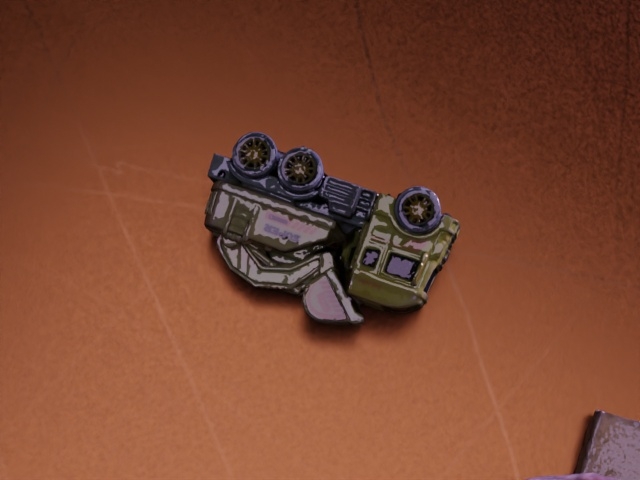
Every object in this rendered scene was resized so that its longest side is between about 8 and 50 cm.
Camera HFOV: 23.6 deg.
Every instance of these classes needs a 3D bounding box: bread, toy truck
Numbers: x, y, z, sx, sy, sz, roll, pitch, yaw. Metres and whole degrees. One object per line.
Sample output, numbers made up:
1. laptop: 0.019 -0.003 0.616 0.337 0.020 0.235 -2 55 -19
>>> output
1. bread: 0.216 0.204 1.128 0.068 0.028 0.153 16 77 2
2. toy truck: 0.000 0.000 1.142 0.191 0.085 0.116 19 85 6

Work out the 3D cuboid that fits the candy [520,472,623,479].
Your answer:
1. candy: 0.159 0.297 1.025 0.214 0.157 0.289 3 91 20
